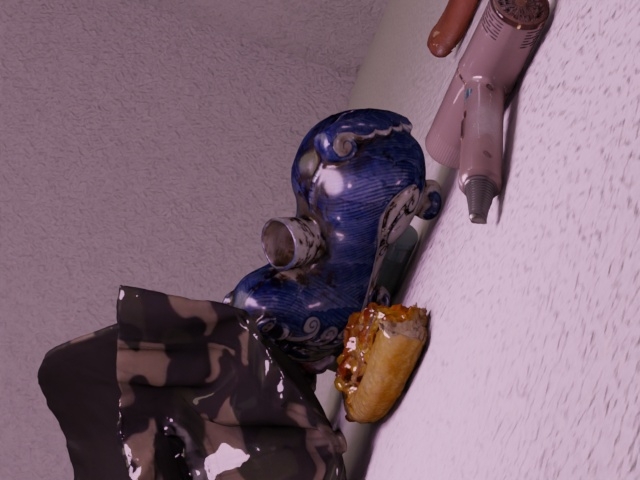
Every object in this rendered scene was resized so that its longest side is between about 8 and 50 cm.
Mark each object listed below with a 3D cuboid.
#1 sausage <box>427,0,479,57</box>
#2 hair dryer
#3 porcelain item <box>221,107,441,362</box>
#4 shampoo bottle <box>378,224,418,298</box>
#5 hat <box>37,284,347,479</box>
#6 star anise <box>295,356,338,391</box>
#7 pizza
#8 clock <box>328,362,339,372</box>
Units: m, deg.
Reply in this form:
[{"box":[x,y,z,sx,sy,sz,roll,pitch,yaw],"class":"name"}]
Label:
[{"box":[0.175,-0.300,1.745,0.186,0.043,0.043,111,176,-47],"class":"sausage"},{"box":[0.132,-0.073,1.192,0.195,0.053,0.220,112,169,-53],"class":"hair dryer"},{"box":[0.000,0.000,1.454,0.186,0.138,0.288,-9,-51,-44],"class":"porcelain item"},{"box":[0.063,0.052,1.589,0.191,0.041,0.069,113,-179,-46],"class":"shampoo bottle"},{"box":[-0.139,0.227,1.459,0.381,0.257,0.366,161,102,-73],"class":"hat"},{"box":[-0.043,0.153,1.727,0.262,0.081,0.230,-54,14,-30],"class":"star anise"},{"box":[0.048,0.111,1.332,0.246,0.058,0.127,-177,107,-84],"class":"pizza"},{"box":[0.052,0.062,1.870,0.235,0.029,0.235,-159,90,-88],"class":"clock"}]
